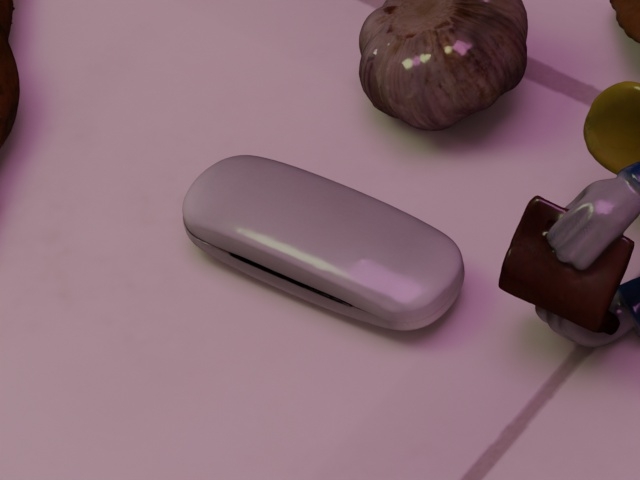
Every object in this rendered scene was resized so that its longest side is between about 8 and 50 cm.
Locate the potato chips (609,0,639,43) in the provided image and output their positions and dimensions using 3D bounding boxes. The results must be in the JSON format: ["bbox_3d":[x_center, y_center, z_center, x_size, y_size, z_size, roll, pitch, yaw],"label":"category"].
[{"bbox_3d":[0.320,-0.184,1.601,0.150,0.049,0.201,-4,36,-6],"label":"potato chips"}]

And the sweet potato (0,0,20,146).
[{"bbox_3d":[-0.306,-0.139,1.639,0.112,0.112,0.359,-8,51,2],"label":"sweet potato"}]

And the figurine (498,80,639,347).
[{"bbox_3d":[0.271,0.001,1.428,0.283,0.204,0.338,-10,36,8],"label":"figurine"}]

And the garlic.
[{"bbox_3d":[0.102,-0.152,1.596,0.147,0.102,0.159,-26,37,3],"label":"garlic"}]

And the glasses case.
[{"bbox_3d":[0.000,0.000,1.501,0.233,0.059,0.092,21,53,25],"label":"glasses case"}]
